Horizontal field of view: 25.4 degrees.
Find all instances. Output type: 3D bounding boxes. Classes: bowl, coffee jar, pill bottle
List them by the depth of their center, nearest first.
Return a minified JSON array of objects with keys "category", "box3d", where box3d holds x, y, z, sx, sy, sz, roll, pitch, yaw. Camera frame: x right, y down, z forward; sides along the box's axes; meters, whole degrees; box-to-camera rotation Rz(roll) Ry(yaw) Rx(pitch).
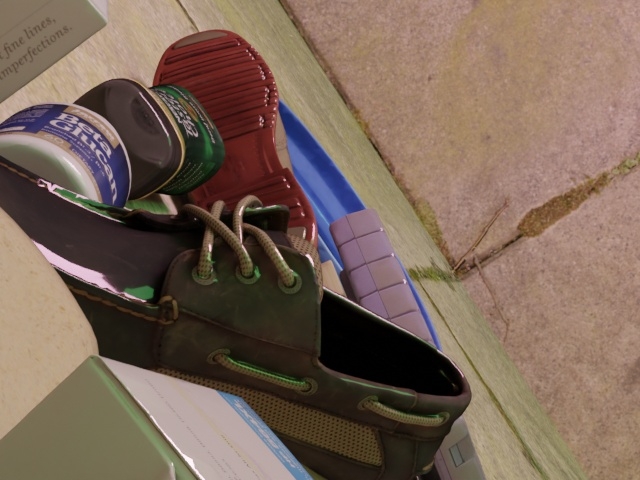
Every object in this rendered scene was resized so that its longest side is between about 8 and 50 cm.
[{"category":"pill bottle","box3d":[-0.167,-0.033,0.869,0.094,0.094,0.169,54,10,-12]},{"category":"coffee jar","box3d":[-0.144,-0.084,1.174,0.096,0.079,0.184,56,11,2]},{"category":"bowl","box3d":[0.000,0.000,1.583,0.391,0.077,0.391,54,11,-15]}]

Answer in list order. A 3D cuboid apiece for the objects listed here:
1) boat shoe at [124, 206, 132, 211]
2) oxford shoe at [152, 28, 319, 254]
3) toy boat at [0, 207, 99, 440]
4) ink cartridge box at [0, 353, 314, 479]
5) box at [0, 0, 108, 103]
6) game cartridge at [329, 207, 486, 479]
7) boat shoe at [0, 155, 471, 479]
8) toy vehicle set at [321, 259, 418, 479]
[{"category":"boat shoe","box3d":[-0.113,0.034,1.022,0.183,0.066,0.066,24,37,-53]},{"category":"oxford shoe","box3d":[-0.082,-0.060,1.352,0.130,0.123,0.348,77,-3,-50]},{"category":"toy boat","box3d":[-0.210,-0.008,0.534,0.267,0.148,0.318,31,34,-56]},{"category":"ink cartridge box","box3d":[-0.055,0.103,0.454,0.090,0.092,0.143,47,4,22]},{"category":"box","box3d":[-0.226,-0.141,0.687,0.182,0.181,0.119,51,12,-28]},{"category":"game cartridge","box3d":[0.100,0.169,1.281,0.230,0.068,0.355,-104,173,-51]},{"category":"boat shoe","box3d":[-0.057,0.032,0.749,0.355,0.130,0.132,33,20,-38]},{"category":"toy vehicle set","box3d":[0.046,0.160,1.297,0.267,0.035,0.166,-110,178,-52]}]
